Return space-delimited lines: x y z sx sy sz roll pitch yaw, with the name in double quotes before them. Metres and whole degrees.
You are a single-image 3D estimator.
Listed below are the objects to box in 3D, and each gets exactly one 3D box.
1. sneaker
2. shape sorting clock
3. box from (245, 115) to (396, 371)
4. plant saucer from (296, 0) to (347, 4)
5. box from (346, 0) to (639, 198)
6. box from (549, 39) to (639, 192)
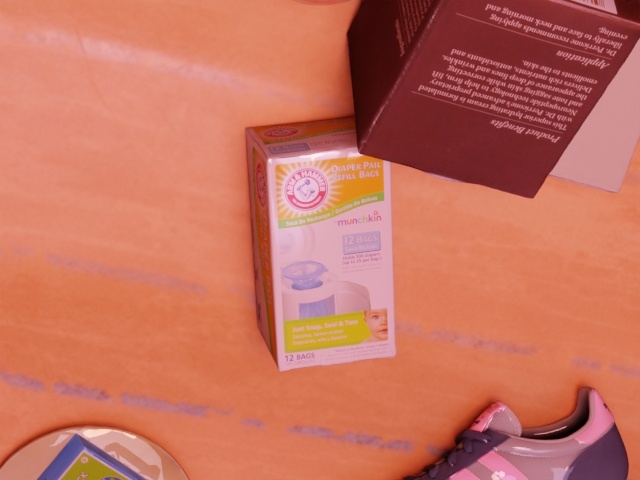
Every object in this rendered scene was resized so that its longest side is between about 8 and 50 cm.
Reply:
"sneaker" 0.145 0.227 1.527 0.319 0.112 0.131 -11 94 -12
"shape sorting clock" -0.218 0.268 1.475 0.206 0.040 0.206 -4 113 -9
"box" 0.000 0.000 1.399 0.114 0.103 0.203 -6 110 -12
"plant saucer" 0.035 -0.282 1.295 0.200 0.037 0.200 -27 152 -16
"box" 0.138 -0.175 1.298 0.168 0.167 0.203 14 133 -18
"box" 0.254 -0.192 1.389 0.094 0.113 0.275 14 104 -17
